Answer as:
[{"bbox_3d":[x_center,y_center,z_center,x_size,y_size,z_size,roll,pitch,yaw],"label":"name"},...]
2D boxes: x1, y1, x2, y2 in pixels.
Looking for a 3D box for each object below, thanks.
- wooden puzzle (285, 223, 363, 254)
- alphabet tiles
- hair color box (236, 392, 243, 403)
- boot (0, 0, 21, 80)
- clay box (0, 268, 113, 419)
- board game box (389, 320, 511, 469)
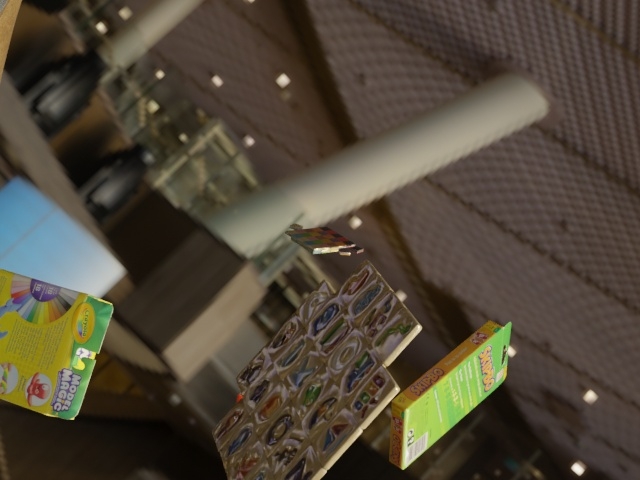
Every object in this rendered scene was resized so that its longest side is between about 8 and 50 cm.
[{"bbox_3d":[0.000,0.000,1.313,0.083,0.049,0.006,32,-59,49],"label":"wooden puzzle"},{"bbox_3d":[-0.012,0.163,1.550,0.011,0.285,0.342,39,5,-21],"label":"alphabet tiles"},{"bbox_3d":[-0.035,0.227,1.775,0.141,0.043,0.072,12,11,10],"label":"hair color box"},{"bbox_3d":[-0.211,-0.127,0.747,0.112,0.305,0.115,12,-8,-8],"label":"boot"},{"bbox_3d":[-0.308,0.101,1.401,0.222,0.127,0.053,15,-7,26],"label":"clay box"},{"bbox_3d":[0.195,0.221,2.025,0.039,0.259,0.124,30,-44,34],"label":"board game box"}]
